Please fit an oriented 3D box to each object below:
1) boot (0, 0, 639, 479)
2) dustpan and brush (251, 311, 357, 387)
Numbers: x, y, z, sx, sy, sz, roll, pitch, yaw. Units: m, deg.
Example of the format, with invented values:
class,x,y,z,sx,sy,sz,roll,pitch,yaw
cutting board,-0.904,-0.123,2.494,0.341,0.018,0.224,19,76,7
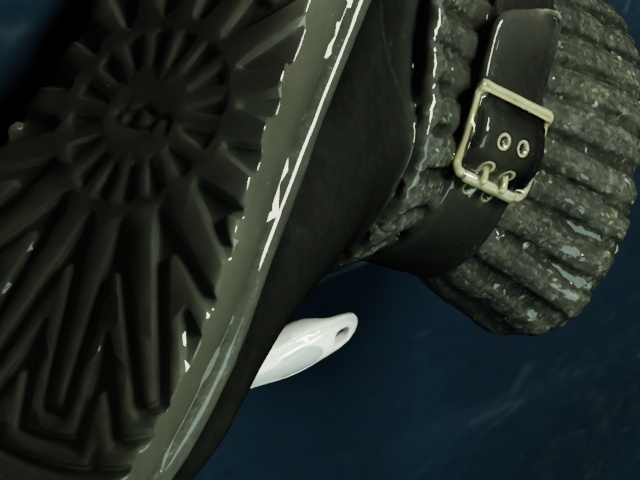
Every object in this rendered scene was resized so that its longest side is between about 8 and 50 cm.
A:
class,x,y,z,sx,sy,sz,roll,pitch,yaw
boot,0.004,0.000,0.745,0.260,0.131,0.348,37,78,-52
dustpan and brush,-0.079,0.071,0.793,0.211,0.060,0.147,-30,135,-30
